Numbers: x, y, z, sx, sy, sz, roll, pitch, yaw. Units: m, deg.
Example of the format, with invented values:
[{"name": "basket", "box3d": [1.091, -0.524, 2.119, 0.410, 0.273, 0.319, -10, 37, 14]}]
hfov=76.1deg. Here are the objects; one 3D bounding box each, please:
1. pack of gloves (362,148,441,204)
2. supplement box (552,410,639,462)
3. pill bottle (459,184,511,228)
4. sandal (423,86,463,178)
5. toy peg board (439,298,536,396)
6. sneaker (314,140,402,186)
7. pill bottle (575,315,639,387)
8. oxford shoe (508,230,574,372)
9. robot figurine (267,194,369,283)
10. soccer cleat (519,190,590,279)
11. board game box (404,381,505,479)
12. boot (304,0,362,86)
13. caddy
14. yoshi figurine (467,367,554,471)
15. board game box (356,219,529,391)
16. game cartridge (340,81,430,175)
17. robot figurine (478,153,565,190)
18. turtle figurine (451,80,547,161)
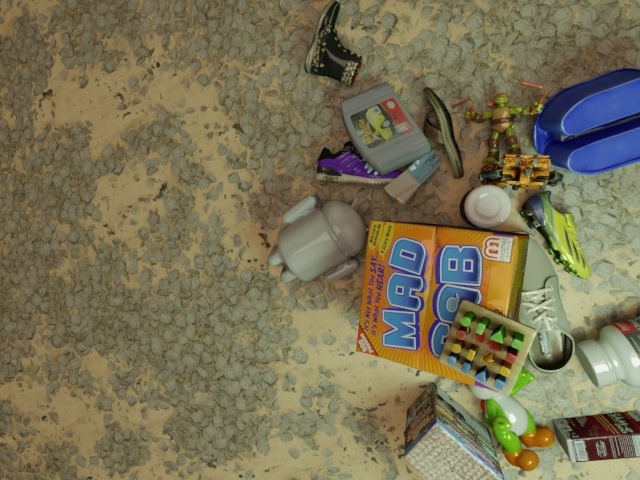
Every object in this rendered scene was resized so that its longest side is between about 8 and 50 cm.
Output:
[{"name": "pack of gloves", "box3d": [0.260, -0.255, 1.278, 0.195, 0.046, 0.232, 42, 71, 8]}, {"name": "supplement box", "box3d": [0.835, 0.573, 1.197, 0.239, 0.130, 0.073, -13, 90, 13]}, {"name": "pill bottle", "box3d": [0.476, -0.098, 1.204, 0.121, 0.216, 0.121, 1, 94, 13]}, {"name": "sandal", "box3d": [0.368, -0.333, 1.274, 0.086, 0.120, 0.303, -17, 89, 28]}, {"name": "toy peg board", "box3d": [0.351, 0.236, 0.883, 0.161, 0.079, 0.161, 23, 102, 28]}, {"name": "sneaker", "box3d": [0.127, -0.256, 1.339, 0.293, 0.102, 0.146, 7, 94, 13]}, {"name": "pill bottle", "box3d": [0.909, 0.303, 1.140, 0.318, 0.176, 0.177, -22, 88, 14]}, {"name": "oxford shoe", "box3d": [0.648, 0.189, 1.225, 0.169, 0.130, 0.450, -14, 88, 17]}, {"name": "robot figurine", "box3d": [0.000, 0.000, 1.334, 0.353, 0.200, 0.300, -30, 109, 13]}, {"name": "soccer cleat", "box3d": [0.721, -0.018, 1.213, 0.121, 0.093, 0.289, -35, 85, 6]}, {"name": "board game box", "box3d": [0.388, 0.605, 1.226, 0.232, 0.291, 0.141, 40, 101, 9]}, {"name": "boot", "box3d": [0.065, -0.641, 1.344, 0.178, 0.085, 0.237, 26, 105, 9]}, {"name": "caddy", "box3d": [0.786, -0.328, 1.140, 0.341, 0.179, 0.241, -17, 113, 14]}, {"name": "yoshi figurine", "box3d": [0.567, 0.480, 1.221, 0.202, 0.203, 0.362, -31, 88, 11]}, {"name": "board game box", "box3d": [0.349, 0.138, 1.134, 0.356, 0.356, 0.357, 9, 95, 30]}, {"name": "game cartridge", "box3d": [0.187, -0.353, 1.281, 0.195, 0.060, 0.294, -27, 68, -1]}, {"name": "robot figurine", "box3d": [0.545, -0.189, 1.143, 0.210, 0.291, 0.085, 4, 94, 13]}, {"name": "turtle figurine", "box3d": [0.538, -0.351, 1.243, 0.269, 0.087, 0.218, 1, 98, 34]}]
